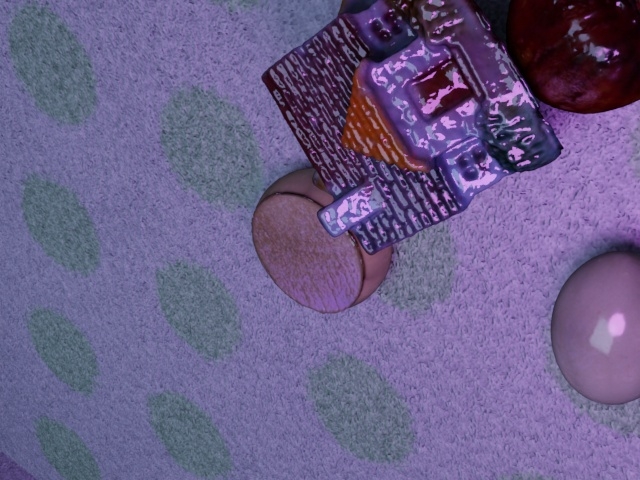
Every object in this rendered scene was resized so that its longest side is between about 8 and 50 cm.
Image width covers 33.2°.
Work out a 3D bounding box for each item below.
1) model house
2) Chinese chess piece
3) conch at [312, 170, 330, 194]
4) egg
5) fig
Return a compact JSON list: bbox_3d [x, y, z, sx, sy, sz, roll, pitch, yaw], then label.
[{"bbox_3d":[0.093,-0.188,1.486,0.339,0.297,0.360,-31,95,10],"label":"model house"},{"bbox_3d":[0.000,0.000,1.942,0.270,0.112,0.270,23,132,28],"label":"Chinese chess piece"},{"bbox_3d":[0.061,-0.100,1.782,0.255,0.127,0.158,50,160,2],"label":"conch"},{"bbox_3d":[0.435,0.129,1.588,0.186,0.186,0.253,18,130,32],"label":"egg"},{"bbox_3d":[0.351,-0.270,1.372,0.224,0.224,0.263,49,136,2],"label":"fig"}]
